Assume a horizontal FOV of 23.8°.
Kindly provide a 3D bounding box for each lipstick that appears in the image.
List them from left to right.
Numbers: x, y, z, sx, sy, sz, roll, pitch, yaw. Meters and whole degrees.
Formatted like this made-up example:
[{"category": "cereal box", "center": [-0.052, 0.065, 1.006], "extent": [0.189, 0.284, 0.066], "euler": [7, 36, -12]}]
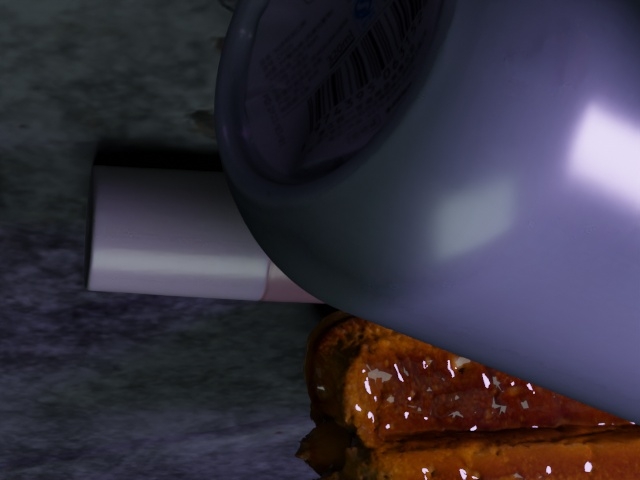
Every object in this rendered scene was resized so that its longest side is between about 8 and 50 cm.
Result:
[{"category": "lipstick", "center": [0.000, 0.000, 0.838], "extent": [0.254, 0.070, 0.070], "euler": [3, 151, -12]}]

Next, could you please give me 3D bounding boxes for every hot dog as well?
[{"category": "hot dog", "center": [0.153, 0.116, 0.995], "extent": [0.349, 0.158, 0.117], "euler": [-2, 170, -9]}]

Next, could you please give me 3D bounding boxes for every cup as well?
[{"category": "cup", "center": [0.121, -0.035, 0.647], "extent": [0.312, 0.205, 0.205], "euler": [22, 143, -36]}]

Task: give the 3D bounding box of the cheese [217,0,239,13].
[{"category": "cheese", "center": [-0.010, -0.088, 0.709], "extent": [0.086, 0.036, 0.162], "euler": [-14, 151, 17]}]
